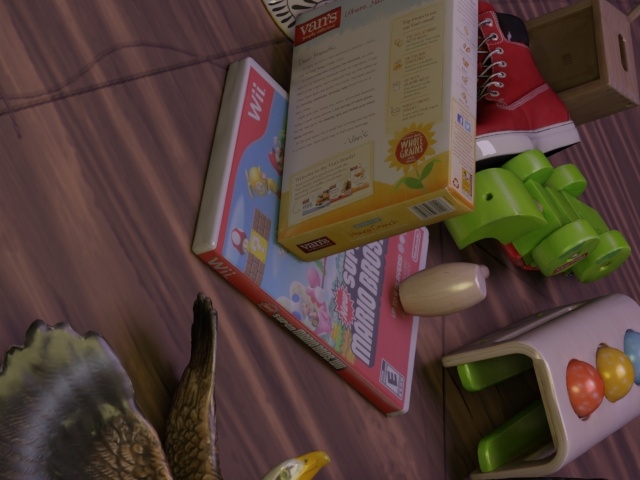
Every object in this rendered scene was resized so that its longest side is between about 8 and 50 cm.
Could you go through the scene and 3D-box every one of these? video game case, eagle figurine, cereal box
[{"bbox_3d":[0.000,0.000,1.671,0.285,0.025,0.204,42,44,-38],"label":"video game case"},{"bbox_3d":[-0.089,0.197,1.339,0.298,0.225,0.226,49,-17,17],"label":"eagle figurine"},{"bbox_3d":[0.050,-0.112,1.616,0.047,0.173,0.240,37,47,-42],"label":"cereal box"}]

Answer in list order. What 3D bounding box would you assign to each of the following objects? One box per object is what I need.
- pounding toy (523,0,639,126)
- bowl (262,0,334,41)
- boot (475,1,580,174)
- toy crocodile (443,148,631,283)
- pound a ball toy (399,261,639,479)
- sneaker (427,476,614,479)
[{"bbox_3d":[0.295,-0.205,2.111,0.100,0.130,0.141,25,55,-49],"label":"pounding toy"},{"bbox_3d":[0.012,-0.262,1.761,0.170,0.080,0.170,28,53,-47],"label":"bowl"},{"bbox_3d":[0.162,-0.154,1.942,0.244,0.088,0.176,-20,85,-58],"label":"boot"},{"bbox_3d":[0.227,-0.011,1.935,0.115,0.105,0.340,58,17,17],"label":"toy crocodile"},{"bbox_3d":[0.216,0.100,1.818,0.319,0.136,0.208,-15,91,-62],"label":"pound a ball toy"},{"bbox_3d":[0.111,0.327,1.584,0.448,0.169,0.257,5,80,-45],"label":"sneaker"}]
